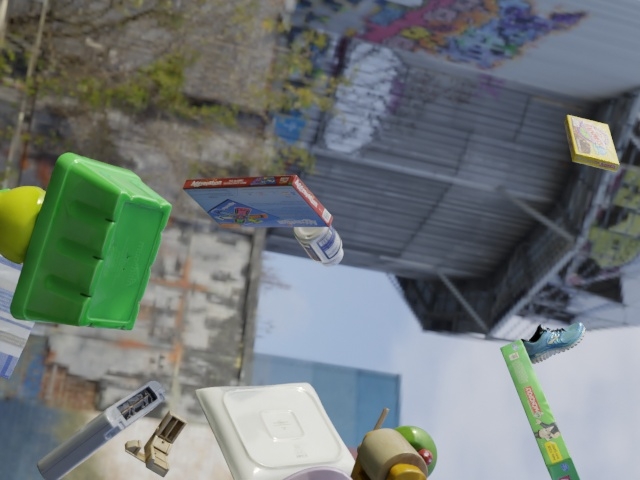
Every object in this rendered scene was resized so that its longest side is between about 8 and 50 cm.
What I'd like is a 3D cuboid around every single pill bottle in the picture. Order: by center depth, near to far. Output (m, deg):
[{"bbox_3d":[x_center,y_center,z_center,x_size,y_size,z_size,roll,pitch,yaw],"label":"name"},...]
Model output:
[{"bbox_3d":[0.000,0.000,2.449,0.169,0.094,0.094,55,31,-55],"label":"pill bottle"}]

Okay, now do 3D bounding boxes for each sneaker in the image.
[{"bbox_3d":[0.528,0.220,2.175,0.063,0.162,0.073,-175,-119,-81],"label":"sneaker"}]

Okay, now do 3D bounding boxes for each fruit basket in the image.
[{"bbox_3d":[-0.551,-0.004,2.045,0.392,0.283,0.392,-5,-101,30],"label":"fruit basket"}]

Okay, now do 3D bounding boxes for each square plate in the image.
[{"bbox_3d":[-0.098,0.472,2.370,0.344,0.347,0.049,55,-47,44],"label":"square plate"}]

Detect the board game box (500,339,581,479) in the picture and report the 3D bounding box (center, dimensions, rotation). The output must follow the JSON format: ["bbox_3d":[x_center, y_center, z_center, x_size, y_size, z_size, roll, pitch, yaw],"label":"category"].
[{"bbox_3d":[0.405,0.351,1.685,0.317,0.046,0.213,-97,162,-60],"label":"board game box"}]

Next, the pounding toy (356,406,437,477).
[{"bbox_3d":[0.245,0.635,2.833,0.183,0.237,0.110,-55,-174,-2],"label":"pounding toy"}]

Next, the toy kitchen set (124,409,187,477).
[{"bbox_3d":[-0.252,0.305,1.469,0.075,0.068,0.083,-55,-163,1],"label":"toy kitchen set"}]

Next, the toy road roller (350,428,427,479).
[{"bbox_3d":[0.187,0.600,2.109,0.202,0.240,0.329,-141,-116,-68],"label":"toy road roller"}]

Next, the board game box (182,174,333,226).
[{"bbox_3d":[-0.126,-0.075,1.893,0.281,0.145,0.027,1,-123,36],"label":"board game box"}]

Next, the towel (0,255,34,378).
[{"bbox_3d":[-0.775,0.178,2.299,0.034,0.209,0.285,14,-101,36],"label":"towel"}]

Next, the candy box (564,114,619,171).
[{"bbox_3d":[0.632,-0.229,2.230,0.206,0.105,0.027,-78,-176,-57],"label":"candy box"}]

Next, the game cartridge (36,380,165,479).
[{"bbox_3d":[-0.424,0.370,1.846,0.198,0.062,0.297,-34,178,9],"label":"game cartridge"}]

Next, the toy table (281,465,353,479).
[{"bbox_3d":[-0.046,0.548,1.769,0.274,0.252,0.161,-53,-179,0],"label":"toy table"}]
